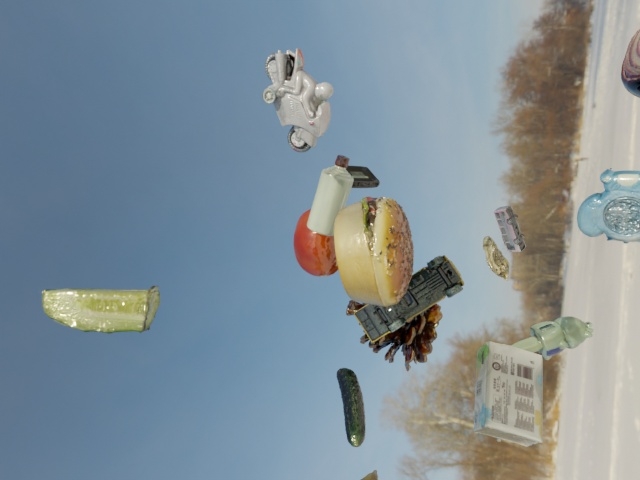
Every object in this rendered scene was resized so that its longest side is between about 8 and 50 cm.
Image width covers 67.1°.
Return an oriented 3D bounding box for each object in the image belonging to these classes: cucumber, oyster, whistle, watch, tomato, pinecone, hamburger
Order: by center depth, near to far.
[{"bbox_3d":[0.375,0.033,1.008,0.081,0.038,0.083,-113,8,-63],"label":"oyster"},{"bbox_3d":[0.074,0.385,1.113,0.215,0.058,0.052,-99,33,-62],"label":"cucumber"},{"bbox_3d":[0.743,-0.086,1.158,0.193,0.211,0.211,-22,-65,-52],"label":"watch"},{"bbox_3d":[0.149,0.024,1.247,0.300,0.176,0.300,-9,-90,-71],"label":"hamburger"},{"bbox_3d":[0.658,0.281,1.376,0.110,0.244,0.092,-109,-3,-70],"label":"whistle"},{"bbox_3d":[-0.645,0.198,1.424,0.105,0.325,0.145,85,-173,-81],"label":"cucumber"},{"bbox_3d":[-0.001,0.004,1.739,0.260,0.180,0.260,5,-90,-71],"label":"tomato"},{"bbox_3d":[0.276,0.314,1.925,0.384,0.384,0.384,-19,-69,-61],"label":"pinecone"}]

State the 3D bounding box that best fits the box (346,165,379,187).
[{"bbox_3d":[0.120,-0.215,1.600,0.125,0.126,0.027,-118,32,-49],"label":"box"}]

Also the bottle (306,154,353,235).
[{"bbox_3d":[0.037,-0.143,1.487,0.104,0.104,0.245,-20,-50,-61],"label":"bottle"}]

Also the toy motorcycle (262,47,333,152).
[{"bbox_3d":[-0.044,-0.365,1.241,0.110,0.171,0.260,-42,-63,-62],"label":"toy motorcycle"}]

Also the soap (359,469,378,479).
[{"bbox_3d":[0.081,0.598,1.003,0.076,0.135,0.233,60,-173,-5],"label":"soap"}]

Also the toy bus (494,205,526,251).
[{"bbox_3d":[0.520,-0.031,1.326,0.037,0.052,0.131,-33,-75,-36],"label":"toy bus"}]

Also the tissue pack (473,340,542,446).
[{"bbox_3d":[0.493,0.415,1.299,0.145,0.159,0.229,106,179,-59],"label":"tissue pack"}]

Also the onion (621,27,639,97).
[{"bbox_3d":[0.681,-0.326,0.857,0.207,0.206,0.216,112,-178,-73],"label":"onion"}]

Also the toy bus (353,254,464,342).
[{"bbox_3d":[0.270,0.175,1.460,0.121,0.335,0.123,58,-161,12],"label":"toy bus"}]
